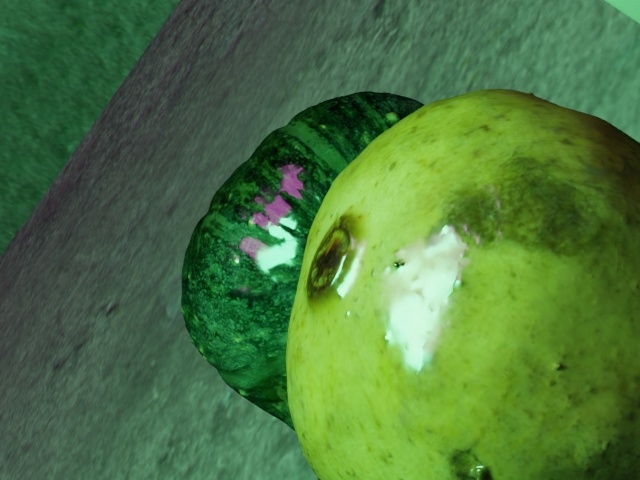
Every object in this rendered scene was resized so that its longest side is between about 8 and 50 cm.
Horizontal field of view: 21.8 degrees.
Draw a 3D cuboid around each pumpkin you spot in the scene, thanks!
[{"bbox_3d":[0.000,0.000,1.391,0.293,0.197,0.263,-54,18,6],"label":"pumpkin"}]

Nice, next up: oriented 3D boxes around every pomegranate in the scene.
[{"bbox_3d":[0.112,0.049,0.966,0.281,0.281,0.281,-48,22,27],"label":"pomegranate"}]

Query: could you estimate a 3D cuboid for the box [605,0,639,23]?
[{"bbox_3d":[0.279,-0.311,1.131,0.341,0.225,0.143,-34,34,51],"label":"box"}]
